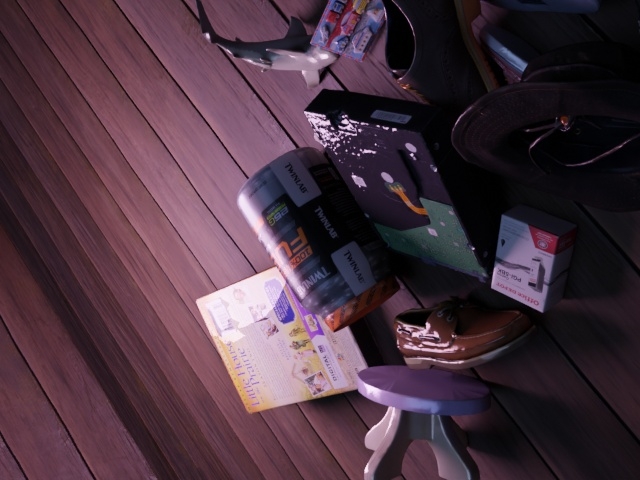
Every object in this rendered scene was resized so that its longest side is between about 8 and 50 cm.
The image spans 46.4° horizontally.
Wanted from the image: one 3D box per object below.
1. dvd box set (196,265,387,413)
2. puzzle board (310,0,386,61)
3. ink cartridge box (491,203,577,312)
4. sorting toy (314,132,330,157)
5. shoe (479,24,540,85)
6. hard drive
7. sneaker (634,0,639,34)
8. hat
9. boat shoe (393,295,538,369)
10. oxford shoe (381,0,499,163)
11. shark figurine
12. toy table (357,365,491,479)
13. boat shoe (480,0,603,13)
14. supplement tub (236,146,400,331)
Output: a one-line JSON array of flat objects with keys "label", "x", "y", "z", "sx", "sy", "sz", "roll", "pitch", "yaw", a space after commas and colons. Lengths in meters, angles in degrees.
[{"label": "dvd box set", "x": -0.075, "y": 0.208, "z": 1.648, "sx": 0.420, "sy": 0.062, "sz": 0.307, "roll": -25, "pitch": 91, "yaw": 42}, {"label": "puzzle board", "x": 0.050, "y": -0.355, "z": 1.218, "sx": 0.128, "sy": 0.097, "sz": 0.011, "roll": 122, "pitch": 159, "yaw": -46}, {"label": "ink cartridge box", "x": 0.321, "y": 0.027, "z": 1.129, "sx": 0.099, "sy": 0.056, "sz": 0.135, "roll": 27, "pitch": 129, "yaw": 39}, {"label": "sorting toy", "x": 0.015, "y": -0.192, "z": 1.392, "sx": 0.083, "sy": 0.045, "sz": 0.075, "roll": 54, "pitch": 149, "yaw": 13}, {"label": "shoe", "x": 0.276, "y": -0.219, "z": 1.035, "sx": 0.178, "sy": 0.063, "sz": 0.081, "roll": 44, "pitch": 133, "yaw": 18}, {"label": "hard drive", "x": 0.139, "y": -0.083, "z": 1.161, "sx": 0.237, "sy": 0.064, "sz": 0.339, "roll": 20, "pitch": 153, "yaw": 44}, {"label": "sneaker", "x": 0.398, "y": -0.250, "z": 0.870, "sx": 0.178, "sy": 0.072, "sz": 0.077, "roll": 63, "pitch": 154, "yaw": 11}, {"label": "hat", "x": 0.333, "y": -0.154, "z": 0.901, "sx": 0.331, "sy": 0.331, "sz": 0.133, "roll": -12, "pitch": 60, "yaw": 53}, {"label": "boat shoe", "x": 0.226, "y": 0.152, "z": 1.271, "sx": 0.307, "sy": 0.111, "sz": 0.104, "roll": -24, "pitch": 92, "yaw": 53}, {"label": "oxford shoe", "x": 0.157, "y": -0.240, "z": 1.044, "sx": 0.130, "sy": 0.133, "sz": 0.363, "roll": 48, "pitch": 167, "yaw": 52}, {"label": "shark figurine", "x": -0.084, "y": -0.364, "z": 1.340, "sx": 0.166, "sy": 0.279, "sz": 0.116, "roll": 94, "pitch": -176, "yaw": -74}, {"label": "toy table", "x": 0.179, "y": 0.330, "z": 1.343, "sx": 0.274, "sy": 0.252, "sz": 0.160, "roll": 9, "pitch": 101, "yaw": 60}, {"label": "boat shoe", "x": 0.267, "y": -0.351, "z": 0.966, "sx": 0.258, "sy": 0.095, "sz": 0.084, "roll": 29, "pitch": 99, "yaw": 46}, {"label": "supplement tub", "x": 0.000, "y": 0.000, "z": 1.391, "sx": 0.316, "sy": 0.194, "sz": 0.193, "roll": 56, "pitch": 142, "yaw": 12}]
